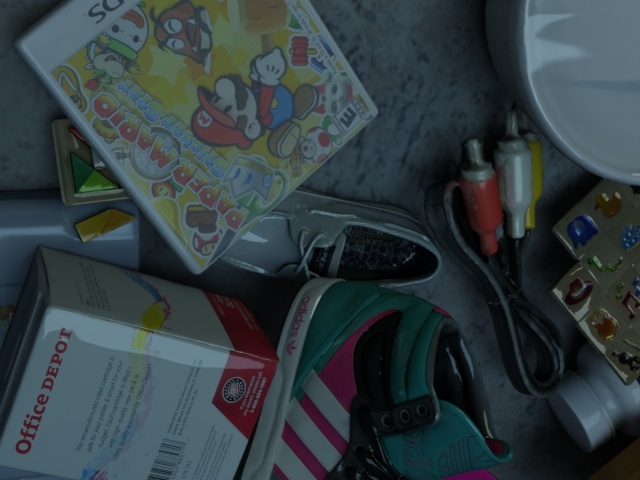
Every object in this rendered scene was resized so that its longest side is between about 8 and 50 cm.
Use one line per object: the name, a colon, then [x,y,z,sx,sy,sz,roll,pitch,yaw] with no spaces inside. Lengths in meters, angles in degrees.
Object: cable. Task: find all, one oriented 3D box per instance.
cable: [0.172,0.028,1.028,0.139,0.072,0.287,-32,112,-43]

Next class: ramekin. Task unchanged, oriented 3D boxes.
ramekin: [0.261,-0.188,0.949,0.272,0.127,0.273,-4,105,-15]

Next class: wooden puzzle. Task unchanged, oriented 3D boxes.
wooden puzzle: [-0.166,-0.062,0.879,0.078,0.014,0.116,-15,92,-23]

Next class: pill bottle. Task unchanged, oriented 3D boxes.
pill bottle: [0.325,0.127,1.140,0.193,0.108,0.108,-31,120,-8]

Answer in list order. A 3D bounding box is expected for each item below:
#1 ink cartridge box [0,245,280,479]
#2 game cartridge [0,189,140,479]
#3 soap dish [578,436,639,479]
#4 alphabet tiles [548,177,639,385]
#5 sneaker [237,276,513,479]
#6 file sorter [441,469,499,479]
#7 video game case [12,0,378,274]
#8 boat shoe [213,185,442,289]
ink cartridge box: [-0.145,0.100,0.856,0.176,0.127,0.128,17,104,-23]
game cartridge: [-0.249,0.106,0.926,0.198,0.062,0.297,-6,114,-25]
soap dish: [0.381,0.244,1.137,0.229,0.118,0.291,-44,150,16]
alphabet tiles: [0.328,0.014,1.076,0.237,0.009,0.198,-42,98,-16]
sneaker: [0.047,0.170,0.846,0.124,0.178,0.296,34,62,-52]
file sorter: [0.019,0.277,1.035,0.291,0.182,0.202,-47,120,1]
video game case: [-0.085,-0.123,0.878,0.206,0.026,0.227,-43,118,-15]
boat shoe: [0.000,0.001,0.966,0.227,0.081,0.079,4,110,-24]
